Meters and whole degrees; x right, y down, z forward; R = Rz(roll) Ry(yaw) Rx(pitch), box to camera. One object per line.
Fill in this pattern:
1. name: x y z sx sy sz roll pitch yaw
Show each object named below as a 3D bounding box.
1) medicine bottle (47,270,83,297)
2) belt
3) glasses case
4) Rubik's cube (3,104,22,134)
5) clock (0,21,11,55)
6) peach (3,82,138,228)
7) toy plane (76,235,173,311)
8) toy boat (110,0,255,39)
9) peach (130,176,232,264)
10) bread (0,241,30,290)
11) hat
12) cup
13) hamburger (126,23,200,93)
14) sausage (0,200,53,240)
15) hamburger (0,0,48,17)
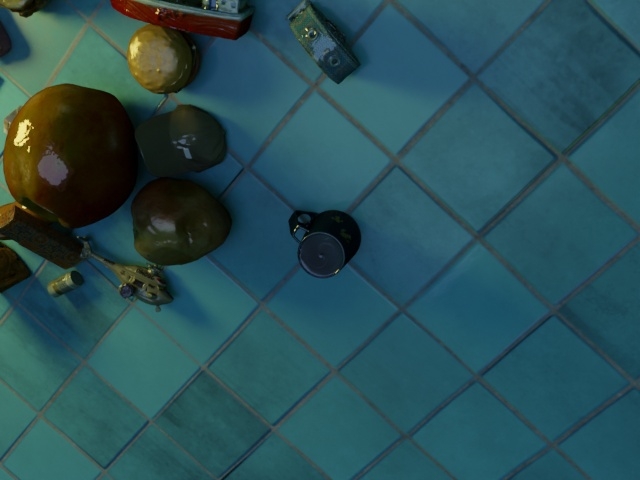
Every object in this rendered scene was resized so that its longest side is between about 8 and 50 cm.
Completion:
1. medicine bottle: -0.674 0.115 1.800 0.083 0.047 0.047 -25 100 18
2. belt: 0.012 -0.416 1.436 0.082 0.148 0.163 -39 123 17
3. glasses case: -0.696 -0.001 1.702 0.075 0.049 0.218 -29 138 18
4. Rubik's cube: -0.725 -0.282 1.675 0.073 0.075 0.084 38 72 -1
5. clock: -0.824 -0.504 1.644 0.110 0.050 0.153 -23 100 18
6. peach: -0.557 -0.200 1.554 0.307 0.308 0.332 10 75 10
7. toy plane: -0.496 0.081 1.733 0.286 0.092 0.108 26 89 3
8. toy boat: -0.310 -0.534 1.465 0.331 0.145 0.133 13 120 4
9. peach: -0.326 -0.038 1.605 0.235 0.214 0.214 5 109 -12
10. bread: -0.883 0.088 1.784 0.143 0.158 0.149 -31 102 18
11. hat: -0.314 -0.223 1.555 0.144 0.173 0.166 -12 105 23
12. cup: 0.000 0.000 1.555 0.176 0.155 0.131 33 110 0
13. hamburger: -0.351 -0.410 1.531 0.162 0.115 0.162 3 109 10
14. sausage: -0.738 -0.072 1.732 0.270 0.109 0.109 -23 100 18
15. hamburger: -0.672 -0.590 1.548 0.184 0.131 0.159 17 101 0
